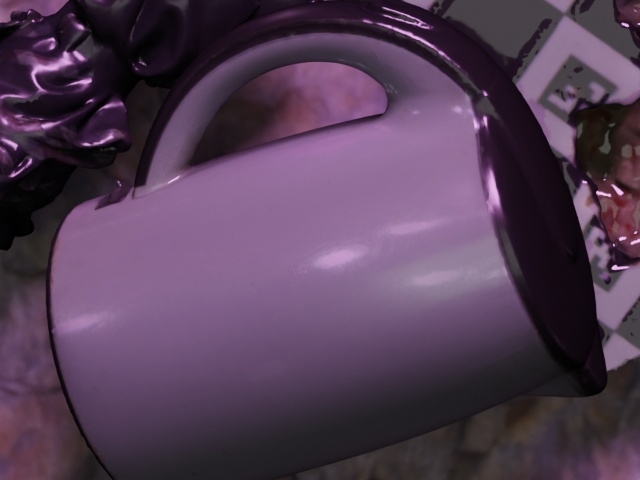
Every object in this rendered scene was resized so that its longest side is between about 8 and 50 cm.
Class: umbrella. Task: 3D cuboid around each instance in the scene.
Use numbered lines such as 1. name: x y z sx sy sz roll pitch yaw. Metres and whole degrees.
1. umbrella: -0.099 -0.108 0.924 0.272 0.122 0.110 -43 132 2

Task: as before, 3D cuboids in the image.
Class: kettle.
1. kettle: 0.000 0.000 0.872 0.236 0.161 0.221 -16 104 21

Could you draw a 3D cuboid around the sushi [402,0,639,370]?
1. sushi: 0.198 -0.122 0.927 0.294 0.059 0.292 -27 92 10
